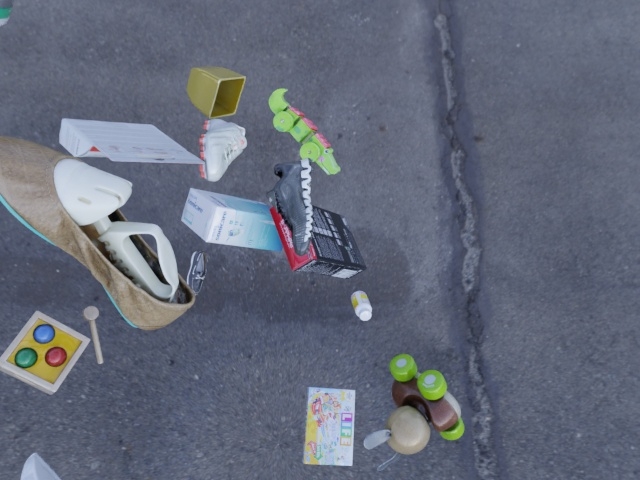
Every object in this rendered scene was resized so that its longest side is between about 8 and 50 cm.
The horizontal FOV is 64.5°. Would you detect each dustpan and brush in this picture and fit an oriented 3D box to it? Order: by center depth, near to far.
[{"bbox_3d":[-0.669,0.624,1.198,0.060,0.211,0.147,-31,114,-15],"label":"dustpan and brush"}]

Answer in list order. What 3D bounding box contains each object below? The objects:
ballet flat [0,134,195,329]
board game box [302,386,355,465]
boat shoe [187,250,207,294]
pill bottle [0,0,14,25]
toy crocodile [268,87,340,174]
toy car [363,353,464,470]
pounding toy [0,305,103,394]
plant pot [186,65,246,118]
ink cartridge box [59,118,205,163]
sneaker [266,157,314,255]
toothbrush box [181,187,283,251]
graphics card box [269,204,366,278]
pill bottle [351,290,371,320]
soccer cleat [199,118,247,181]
[{"bbox_3d":[-0.280,-0.010,0.676,0.124,0.342,0.116,-17,32,18],"label":"ballet flat"},{"bbox_3d":[0.019,0.397,1.087,0.104,0.026,0.154,6,73,-10],"label":"board game box"},{"bbox_3d":[-0.341,0.090,1.420,0.038,0.046,0.125,-8,67,36],"label":"boat shoe"},{"bbox_3d":[-0.539,-0.535,0.760,0.204,0.204,0.361,35,113,9],"label":"pill bottle"},{"bbox_3d":[-0.050,-0.354,1.678,0.105,0.115,0.340,-42,86,19],"label":"toy crocodile"},{"bbox_3d":[0.159,0.346,0.968,0.188,0.149,0.155,-39,121,-21],"label":"toy car"},{"bbox_3d":[-0.556,0.225,1.114,0.181,0.094,0.206,35,56,-17],"label":"pounding toy"},{"bbox_3d":[-0.209,-0.294,0.976,0.083,0.081,0.081,35,33,14],"label":"plant pot"},{"bbox_3d":[-0.360,-0.169,0.969,0.189,0.066,0.232,-7,36,-45],"label":"ink cartridge box"},{"bbox_3d":[-0.069,-0.077,1.148,0.106,0.078,0.234,0,74,-6],"label":"sneaker"},{"bbox_3d":[-0.285,-0.069,1.722,0.216,0.296,0.126,31,106,47],"label":"toothbrush box"},{"bbox_3d":[0.000,0.000,1.719,0.094,0.371,0.232,-33,67,25],"label":"graphics card box"},{"bbox_3d":[0.107,0.169,1.306,0.044,0.043,0.083,-5,29,-7],"label":"pill bottle"},{"bbox_3d":[-0.163,-0.160,0.861,0.076,0.068,0.196,2,33,-9],"label":"soccer cleat"}]
